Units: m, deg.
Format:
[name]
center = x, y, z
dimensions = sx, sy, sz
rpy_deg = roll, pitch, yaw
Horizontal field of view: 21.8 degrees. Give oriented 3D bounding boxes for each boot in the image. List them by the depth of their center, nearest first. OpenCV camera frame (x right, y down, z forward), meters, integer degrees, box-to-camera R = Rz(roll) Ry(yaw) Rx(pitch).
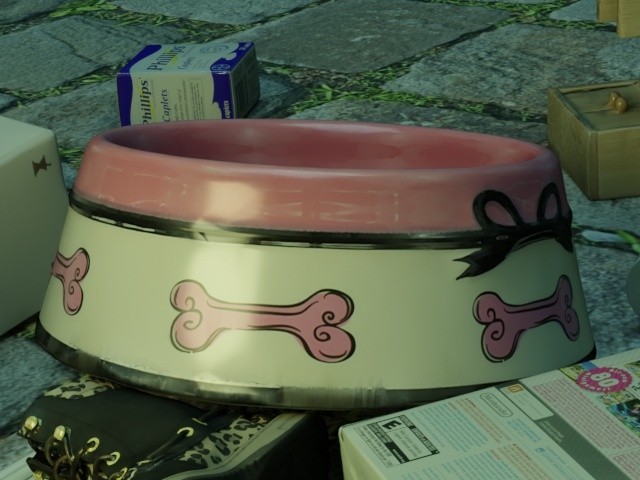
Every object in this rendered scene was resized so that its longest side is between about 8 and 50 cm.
[boot]
center = -0.124, 0.152, 1.006
dimensions = 0.178, 0.085, 0.236
rpy_deg = 9, 19, 32

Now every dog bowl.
[dog bowl]
center = 0.000, 0.000, 1.207
dimensions = 0.408, 0.150, 0.408
rpy_deg = 2, 10, 0

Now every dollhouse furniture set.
[dollhouse furniture set]
center = 0.354, -0.260, 1.569
dimensions = 0.256, 0.394, 0.362
rpy_deg = -7, 22, -5

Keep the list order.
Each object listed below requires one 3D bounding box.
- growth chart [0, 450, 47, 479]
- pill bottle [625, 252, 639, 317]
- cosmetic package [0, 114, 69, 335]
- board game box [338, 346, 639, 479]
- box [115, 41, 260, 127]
[growth chart]
center = -0.140, 0.181, 1.071
dimensions = 0.237, 0.021, 0.172
rpy_deg = 15, 29, 41
[pill bottle]
center = 0.298, 0.016, 1.313
dimensions = 0.078, 0.078, 0.137
rpy_deg = 9, 26, 32
[cosmetic package]
center = -0.325, -0.017, 1.404
dimensions = 0.183, 0.151, 0.151
rpy_deg = 17, 37, 35
[board game box]
center = 0.192, 0.155, 0.965
dimensions = 0.303, 0.097, 0.224
rpy_deg = -13, 24, -16
[box]
center = -0.151, -0.177, 1.912
dimensions = 0.137, 0.072, 0.126
rpy_deg = -1, 21, 12
